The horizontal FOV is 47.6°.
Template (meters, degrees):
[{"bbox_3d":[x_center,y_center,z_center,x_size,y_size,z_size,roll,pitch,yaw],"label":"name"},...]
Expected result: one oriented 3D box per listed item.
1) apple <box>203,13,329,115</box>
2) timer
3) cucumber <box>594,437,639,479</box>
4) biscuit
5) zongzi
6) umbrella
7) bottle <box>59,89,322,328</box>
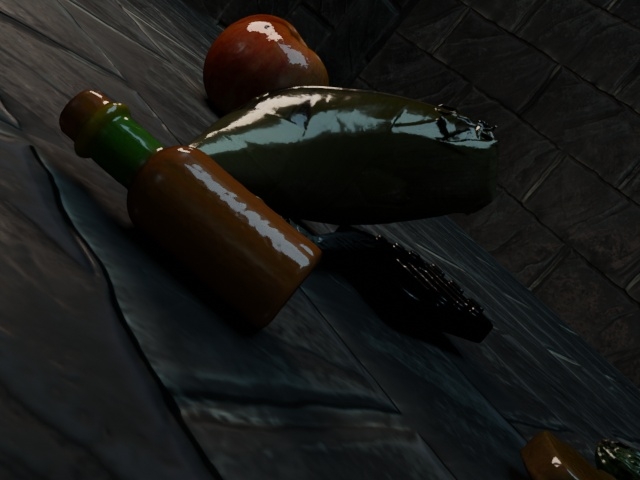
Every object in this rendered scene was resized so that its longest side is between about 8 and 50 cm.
[{"bbox_3d":[-0.078,-0.247,1.110,0.209,0.164,0.209,40,12,-11],"label":"apple"},{"bbox_3d":[0.101,0.055,0.814,0.187,0.055,0.144,22,18,-46],"label":"timer"},{"bbox_3d":[0.382,0.304,0.719,0.265,0.077,0.077,40,11,13],"label":"cucumber"},{"bbox_3d":[0.276,0.266,0.585,0.295,0.044,0.186,41,8,-2],"label":"biscuit"},{"bbox_3d":[0.029,-0.071,0.697,0.274,0.145,0.300,7,13,14],"label":"zongzi"},{"bbox_3d":[-0.005,0.000,0.670,0.044,0.044,0.269,3,1,29],"label":"umbrella"},{"bbox_3d":[-0.087,-0.026,0.463,0.187,0.069,0.069,41,11,1],"label":"bottle"}]
